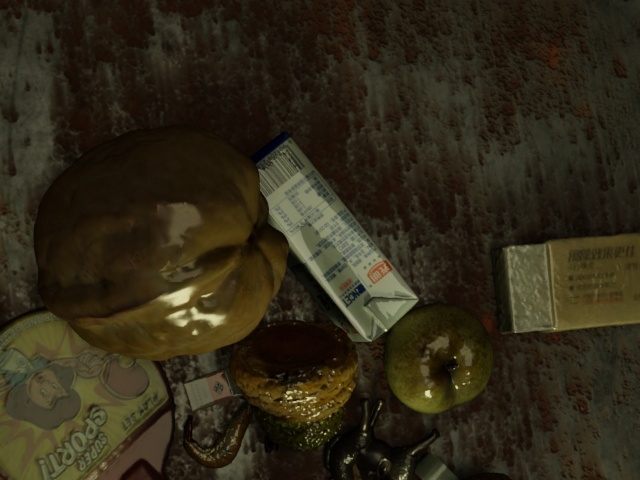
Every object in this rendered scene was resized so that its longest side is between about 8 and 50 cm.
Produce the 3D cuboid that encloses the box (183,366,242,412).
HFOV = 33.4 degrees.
[{"bbox_3d":[-0.154,0.216,1.558,0.083,0.012,0.046,-18,88,-11],"label":"box"}]

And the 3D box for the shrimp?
[{"bbox_3d":[-0.144,0.268,1.550,0.091,0.025,0.127,37,82,-5],"label":"shrimp"}]

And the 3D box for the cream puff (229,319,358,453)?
[{"bbox_3d":[-0.038,0.221,1.521,0.183,0.183,0.169,-5,114,-12],"label":"cream puff"}]

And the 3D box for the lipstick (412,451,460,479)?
[{"bbox_3d":[0.121,0.402,1.580,0.186,0.057,0.063,-46,123,-7],"label":"lipstick"}]

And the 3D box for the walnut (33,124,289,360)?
[{"bbox_3d":[-0.223,0.006,1.416,0.343,0.306,0.306,-7,86,24],"label":"walnut"}]

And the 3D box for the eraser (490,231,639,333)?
[{"bbox_3d":[0.442,0.064,1.661,0.343,0.078,0.144,-4,85,-11],"label":"eraser"}]

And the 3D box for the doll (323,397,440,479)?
[{"bbox_3d":[0.078,0.318,1.570,0.139,0.057,0.165,30,93,6],"label":"doll"}]

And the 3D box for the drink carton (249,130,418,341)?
[{"bbox_3d":[0.000,0.000,1.550,0.106,0.130,0.315,-40,93,-11],"label":"drink carton"}]

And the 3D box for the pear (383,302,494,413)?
[{"bbox_3d":[0.174,0.172,1.566,0.167,0.136,0.167,0,90,-12],"label":"pear"}]

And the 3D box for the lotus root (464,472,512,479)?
[{"bbox_3d":[0.233,0.420,1.535,0.199,0.188,0.180,40,37,-38],"label":"lotus root"}]

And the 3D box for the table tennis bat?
[{"bbox_3d":[-0.312,0.275,1.505,0.268,0.051,0.415,-43,92,-12],"label":"table tennis bat"}]
